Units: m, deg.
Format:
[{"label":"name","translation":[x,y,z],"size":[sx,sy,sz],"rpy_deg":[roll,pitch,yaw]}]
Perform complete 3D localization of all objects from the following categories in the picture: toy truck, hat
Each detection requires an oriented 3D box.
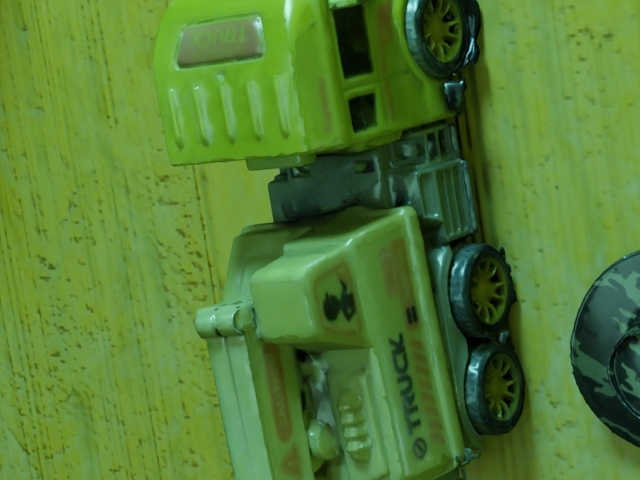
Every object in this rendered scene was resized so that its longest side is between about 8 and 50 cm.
[{"label":"toy truck","translation":[0.000,0.000,0.875],"size":[0.124,0.157,0.272],"rpy_deg":[-3,100,37]},{"label":"hat","translation":[0.166,0.062,0.836],"size":[0.121,0.050,0.121],"rpy_deg":[9,108,31]}]
